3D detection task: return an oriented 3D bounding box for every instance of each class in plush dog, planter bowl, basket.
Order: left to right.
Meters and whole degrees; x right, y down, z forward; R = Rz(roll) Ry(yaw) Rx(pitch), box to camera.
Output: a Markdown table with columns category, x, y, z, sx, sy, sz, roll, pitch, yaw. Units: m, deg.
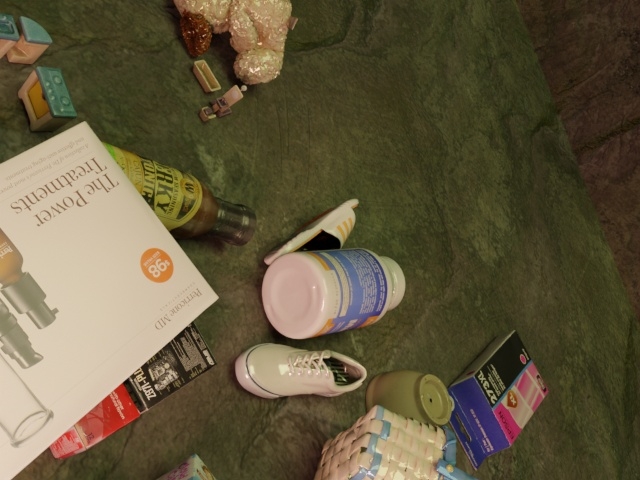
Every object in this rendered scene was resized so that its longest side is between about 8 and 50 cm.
| category | x | y | z | sx | sy | sz | roll | pitch | yaw |
| --- | --- | --- | --- | --- | --- | --- | --- | --- | --- |
| plush dog | -0.178 | -0.467 | 1.456 | 0.226 | 0.210 | 0.262 | 4 | 59 | -19 |
| basket | 0.143 | 0.415 | 1.189 | 0.289 | 0.254 | 0.201 | 27 | 44 | -11 |
| planter bowl | 0.179 | 0.317 | 1.405 | 0.162 | 0.109 | 0.162 | 28 | 48 | -36 |

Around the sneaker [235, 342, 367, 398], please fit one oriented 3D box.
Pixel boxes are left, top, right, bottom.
| category | x | y | z | sx | sy | sz | roll | pitch | yaw |
| --- | --- | --- | --- | --- | --- | --- | --- | --- | --- |
| sneaker | -0.026 | 0.213 | 1.243 | 0.258 | 0.091 | 0.094 | 13 | 58 | -45 |

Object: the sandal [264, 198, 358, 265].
| category | x | y | z | sx | sy | sz | roll | pitch | yaw |
| --- | --- | --- | --- | --- | --- | --- | --- | --- | --- |
| sandal | -0.007 | 0.004 | 1.408 | 0.265 | 0.102 | 0.076 | -38 | 98 | -45 |

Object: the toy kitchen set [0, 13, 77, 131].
| category | x | y | z | sx | sy | sz | roll | pitch | yaw |
| --- | --- | --- | --- | --- | --- | --- | --- | --- | --- |
| toy kitchen set | -0.451 | -0.246 | 1.017 | 0.207 | 0.122 | 0.166 | -10 | 75 | -52 |

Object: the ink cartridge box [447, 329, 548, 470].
| category | x | y | z | sx | sy | sz | roll | pitch | yaw |
| --- | --- | --- | --- | --- | --- | --- | --- | --- | --- |
| ink cartridge box | 0.405 | 0.354 | 1.690 | 0.371 | 0.069 | 0.175 | -26 | 88 | -51 |

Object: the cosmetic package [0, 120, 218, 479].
| category | x | y | z | sx | sy | sz | roll | pitch | yaw |
| --- | --- | --- | --- | --- | --- | --- | --- | --- | --- |
| cosmetic package | -0.337 | 0.068 | 0.837 | 0.284 | 0.097 | 0.377 | 55 | 47 | -9 |

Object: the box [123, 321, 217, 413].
| category | x | y | z | sx | sy | sz | roll | pitch | yaw |
| --- | --- | --- | --- | --- | --- | --- | --- | --- | --- |
| box | -0.255 | 0.138 | 1.034 | 0.147 | 0.078 | 0.180 | -30 | 90 | -54 |

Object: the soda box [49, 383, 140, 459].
| category | x | y | z | sx | sy | sz | roll | pitch | yaw |
| --- | --- | --- | --- | --- | --- | --- | --- | --- | --- |
| soda box | -0.340 | 0.136 | 0.929 | 0.092 | 0.083 | 0.263 | -27 | 89 | -52 |

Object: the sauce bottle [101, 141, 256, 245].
| category | x | y | z | sx | sy | sz | roll | pitch | yaw |
| --- | --- | --- | --- | --- | --- | --- | --- | --- | --- |
| sauce bottle | -0.250 | -0.065 | 1.147 | 0.344 | 0.111 | 0.111 | 17 | 55 | -43 |

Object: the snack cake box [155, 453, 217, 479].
| category | x | y | z | sx | sy | sz | roll | pitch | yaw |
| --- | --- | --- | --- | --- | --- | --- | --- | --- | --- |
| snack cake box | -0.120 | 0.422 | 0.939 | 0.264 | 0.089 | 0.152 | 55 | -2 | -9 |

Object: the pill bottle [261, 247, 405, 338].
| category | x | y | z | sx | sy | sz | roll | pitch | yaw |
| --- | --- | --- | --- | --- | --- | --- | --- | --- | --- |
| pill bottle | 0.036 | 0.090 | 1.348 | 0.272 | 0.152 | 0.152 | -2 | 69 | -50 |

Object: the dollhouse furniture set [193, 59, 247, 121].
| category | x | y | z | sx | sy | sz | roll | pitch | yaw |
| --- | --- | --- | --- | --- | --- | --- | --- | --- | --- |
| dollhouse furniture set | -0.198 | -0.297 | 1.382 | 0.114 | 0.081 | 0.091 | 59 | 36 | -3 |
